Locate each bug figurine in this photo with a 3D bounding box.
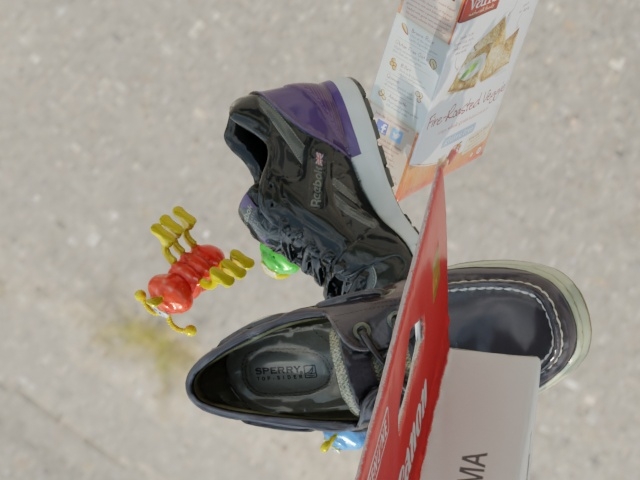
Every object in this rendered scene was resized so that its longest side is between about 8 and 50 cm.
[{"bbox_3d":[-0.010,0.062,1.600,0.279,0.216,0.072,37,138,17],"label":"bug figurine"}]

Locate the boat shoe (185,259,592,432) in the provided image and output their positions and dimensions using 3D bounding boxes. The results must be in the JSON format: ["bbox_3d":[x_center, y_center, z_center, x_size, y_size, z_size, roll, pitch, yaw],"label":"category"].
[{"bbox_3d":[0.037,0.079,1.217,0.285,0.092,0.103,-9,96,34],"label":"boat shoe"}]

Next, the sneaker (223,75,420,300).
[{"bbox_3d":[0.000,0.000,1.479,0.107,0.124,0.283,112,144,-51],"label":"sneaker"}]

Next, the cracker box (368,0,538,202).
[{"bbox_3d":[0.119,-0.164,1.700,0.067,0.155,0.232,32,126,23],"label":"cracker box"}]

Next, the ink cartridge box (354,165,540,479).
[{"bbox_3d":[0.071,0.145,0.990,0.066,0.296,0.261,6,122,9],"label":"ink cartridge box"}]
